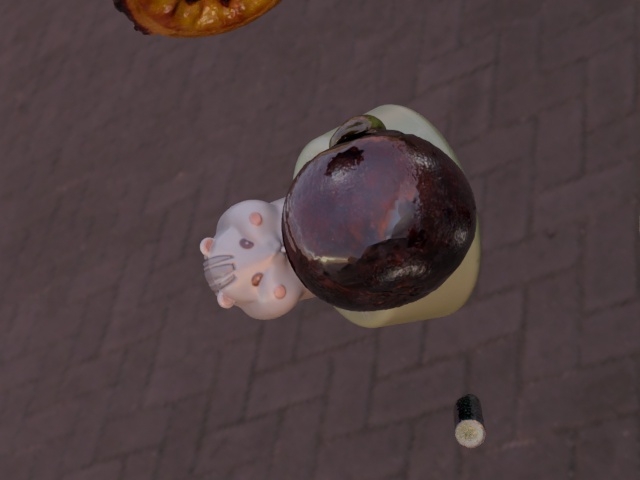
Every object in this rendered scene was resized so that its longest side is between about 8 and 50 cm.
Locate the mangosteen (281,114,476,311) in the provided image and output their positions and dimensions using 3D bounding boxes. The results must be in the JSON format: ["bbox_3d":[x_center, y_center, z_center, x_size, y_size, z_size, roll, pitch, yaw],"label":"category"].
[{"bbox_3d":[0.060,-0.034,1.378,0.216,0.216,0.216,-30,35,24],"label":"mangosteen"}]

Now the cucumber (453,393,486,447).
[{"bbox_3d":[0.153,0.181,1.328,0.032,0.032,0.133,-40,2,9],"label":"cucumber"}]

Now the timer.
[{"bbox_3d":[0.000,0.000,1.636,0.315,0.290,0.291,-18,21,-27],"label":"timer"}]

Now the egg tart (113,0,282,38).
[{"bbox_3d":[-0.126,-0.319,1.329,0.215,0.215,0.170,-34,59,19],"label":"egg tart"}]
